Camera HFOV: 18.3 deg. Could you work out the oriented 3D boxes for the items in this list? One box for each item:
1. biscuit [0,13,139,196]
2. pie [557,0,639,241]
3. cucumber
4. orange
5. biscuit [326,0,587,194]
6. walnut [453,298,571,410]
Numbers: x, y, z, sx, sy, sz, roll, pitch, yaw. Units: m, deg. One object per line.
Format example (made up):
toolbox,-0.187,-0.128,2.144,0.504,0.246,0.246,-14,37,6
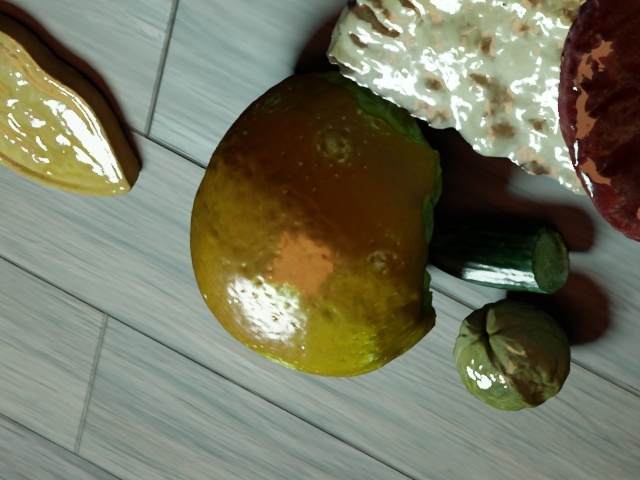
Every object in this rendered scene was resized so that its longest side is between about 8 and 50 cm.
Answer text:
biscuit,-0.237,-0.107,1.551,0.220,0.029,0.142,42,142,-13
pie,0.236,-0.087,1.139,0.204,0.054,0.219,-23,118,2
cucumber,0.121,0.012,1.413,0.105,0.048,0.048,5,135,32
orange,-0.003,0.005,1.399,0.179,0.158,0.237,32,147,18
biscuit,0.135,-0.116,1.230,0.281,0.084,0.179,22,141,14
walnut,0.141,0.084,1.456,0.092,0.092,0.092,19,141,17
